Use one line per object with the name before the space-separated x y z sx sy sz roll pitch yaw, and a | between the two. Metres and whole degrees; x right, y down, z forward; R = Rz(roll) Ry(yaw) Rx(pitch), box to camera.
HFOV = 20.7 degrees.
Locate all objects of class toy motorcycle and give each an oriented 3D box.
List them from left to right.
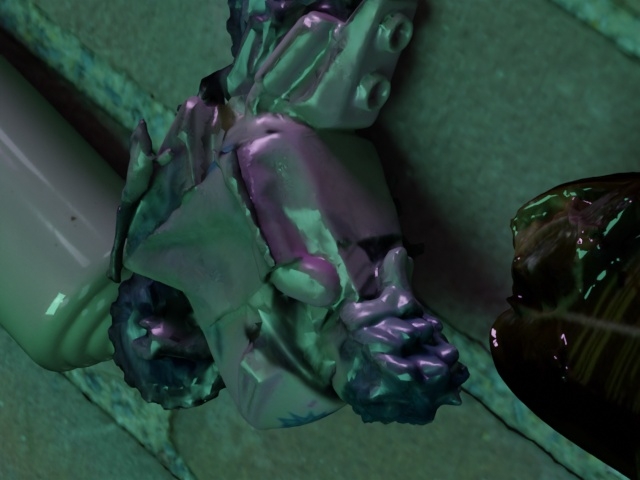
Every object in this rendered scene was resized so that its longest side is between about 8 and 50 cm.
toy motorcycle | 0.004 0.000 0.804 0.204 0.108 0.239 34 127 34

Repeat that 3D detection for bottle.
bottle | -0.154 -0.010 0.951 0.245 0.104 0.104 45 134 17

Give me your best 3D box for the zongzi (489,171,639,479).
zongzi | 0.222 -0.022 0.602 0.289 0.154 0.317 31 110 32
